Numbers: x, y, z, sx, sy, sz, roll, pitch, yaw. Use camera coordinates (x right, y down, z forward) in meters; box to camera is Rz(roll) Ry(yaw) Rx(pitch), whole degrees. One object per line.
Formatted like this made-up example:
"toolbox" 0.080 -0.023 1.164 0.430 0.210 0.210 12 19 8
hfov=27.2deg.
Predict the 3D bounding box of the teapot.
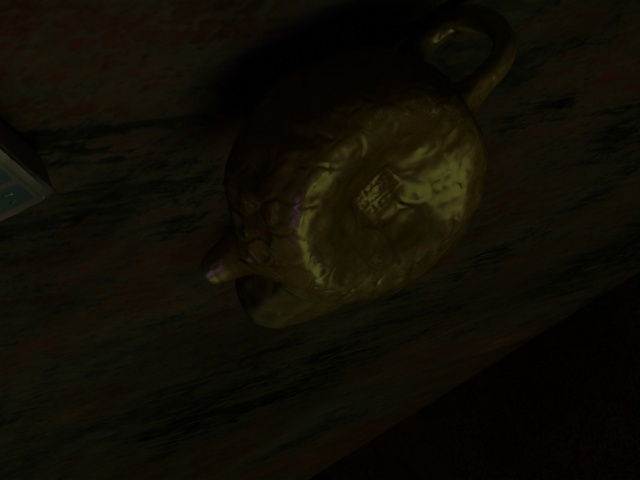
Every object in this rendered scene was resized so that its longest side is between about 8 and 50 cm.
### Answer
"teapot" 0.023 -0.073 1.046 0.311 0.167 0.203 -47 134 3

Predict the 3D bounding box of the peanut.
"peanut" 0.000 0.000 1.261 0.149 0.149 0.313 -18 169 -22

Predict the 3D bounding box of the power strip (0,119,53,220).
"power strip" -0.265 -0.056 0.861 0.109 0.037 0.279 -24 164 1
